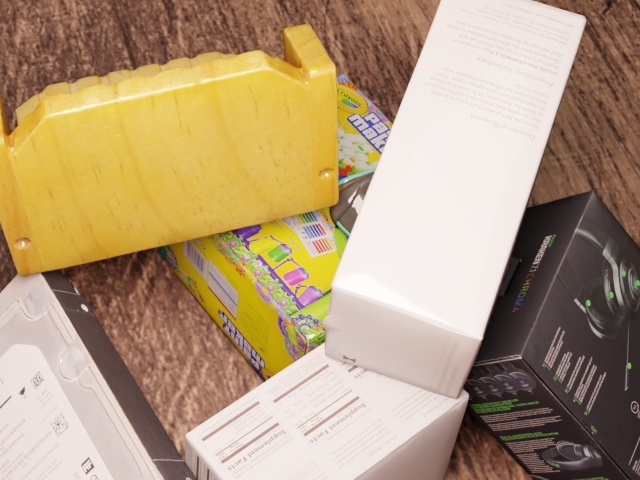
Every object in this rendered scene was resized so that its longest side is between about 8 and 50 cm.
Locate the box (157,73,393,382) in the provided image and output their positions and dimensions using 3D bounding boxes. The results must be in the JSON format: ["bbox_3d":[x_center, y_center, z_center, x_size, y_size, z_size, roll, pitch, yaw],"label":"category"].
[{"bbox_3d":[0.000,0.000,1.657,0.279,0.177,0.290,-29,62,-25],"label":"box"}]

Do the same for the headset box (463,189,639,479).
[{"bbox_3d":[0.280,0.122,1.537,0.283,0.131,0.246,46,53,-24],"label":"headset box"}]

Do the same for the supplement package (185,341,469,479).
[{"bbox_3d":[0.002,0.234,1.471,0.262,0.204,0.145,-31,62,-26],"label":"supplement package"}]

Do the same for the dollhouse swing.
[{"bbox_3d":[-0.186,-0.163,1.488,0.347,0.315,0.305,-13,56,-8],"label":"dollhouse swing"}]

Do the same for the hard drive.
[{"bbox_3d":[-0.282,0.221,1.449,0.237,0.064,0.339,-44,61,16],"label":"hard drive"}]

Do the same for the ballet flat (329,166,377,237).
[{"bbox_3d":[0.143,-0.064,1.566,0.280,0.095,0.096,-26,70,-13],"label":"ballet flat"}]

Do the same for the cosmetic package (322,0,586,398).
[{"bbox_3d":[0.132,-0.052,1.403,0.155,0.197,0.365,18,69,5],"label":"cosmetic package"}]
